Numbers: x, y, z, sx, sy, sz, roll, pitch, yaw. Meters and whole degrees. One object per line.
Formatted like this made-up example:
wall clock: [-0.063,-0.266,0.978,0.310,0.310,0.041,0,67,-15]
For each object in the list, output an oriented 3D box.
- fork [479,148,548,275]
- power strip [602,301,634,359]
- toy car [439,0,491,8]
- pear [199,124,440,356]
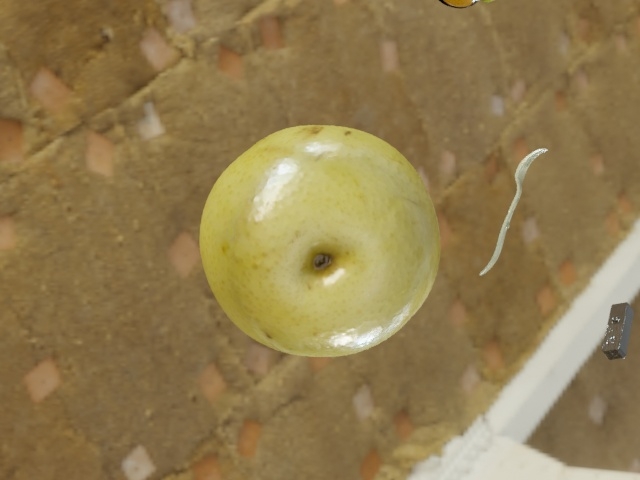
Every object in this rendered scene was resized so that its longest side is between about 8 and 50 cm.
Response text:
fork: [0.291,-0.045,1.998,0.219,0.028,0.034,-67,-16,11]
power strip: [0.531,0.160,2.316,0.029,0.038,0.111,47,-134,-31]
toy car: [0.162,-0.400,1.542,0.247,0.142,0.200,17,-110,-18]
pear: [0.000,0.000,1.835,0.348,0.348,0.348,3,-94,-48]
